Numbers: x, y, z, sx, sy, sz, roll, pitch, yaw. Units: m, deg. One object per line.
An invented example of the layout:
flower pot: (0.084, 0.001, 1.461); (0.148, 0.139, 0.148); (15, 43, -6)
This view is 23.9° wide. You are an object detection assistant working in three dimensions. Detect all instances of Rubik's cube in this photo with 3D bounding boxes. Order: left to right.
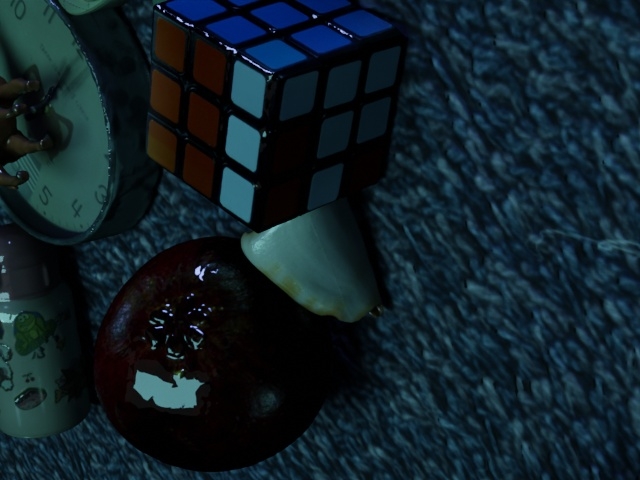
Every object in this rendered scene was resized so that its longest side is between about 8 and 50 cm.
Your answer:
Rubik's cube: (-0.043, -0.129, 1.335); (0.161, 0.162, 0.163); (34, 129, 34)

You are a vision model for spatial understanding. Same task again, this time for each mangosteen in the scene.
mangosteen: (-0.096, 0.126, 1.502); (0.235, 0.235, 0.261); (42, 174, 26)

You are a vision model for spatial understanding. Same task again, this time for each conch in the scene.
conch: (-0.010, 0.003, 1.416); (0.094, 0.104, 0.176); (-11, 110, 32)

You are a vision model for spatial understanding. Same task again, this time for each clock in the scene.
clock: (-0.302, -0.150, 1.686); (0.325, 0.067, 0.325); (24, 125, 40)

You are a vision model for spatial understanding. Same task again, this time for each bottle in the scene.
bottle: (-0.352, 0.103, 1.821); (0.120, 0.120, 0.253); (14, 119, 44)

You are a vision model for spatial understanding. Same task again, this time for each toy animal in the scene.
toy animal: (-0.378, -0.179, 1.655); (0.230, 0.066, 0.224); (23, 124, 47)

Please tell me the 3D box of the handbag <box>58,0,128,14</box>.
handbag: (-0.222, -0.363, 1.490); (0.219, 0.079, 0.256); (-28, 88, 47)

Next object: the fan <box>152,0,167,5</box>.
fan: (-0.105, -0.251, 1.459); (0.193, 0.016, 0.038); (-7, 100, 50)
